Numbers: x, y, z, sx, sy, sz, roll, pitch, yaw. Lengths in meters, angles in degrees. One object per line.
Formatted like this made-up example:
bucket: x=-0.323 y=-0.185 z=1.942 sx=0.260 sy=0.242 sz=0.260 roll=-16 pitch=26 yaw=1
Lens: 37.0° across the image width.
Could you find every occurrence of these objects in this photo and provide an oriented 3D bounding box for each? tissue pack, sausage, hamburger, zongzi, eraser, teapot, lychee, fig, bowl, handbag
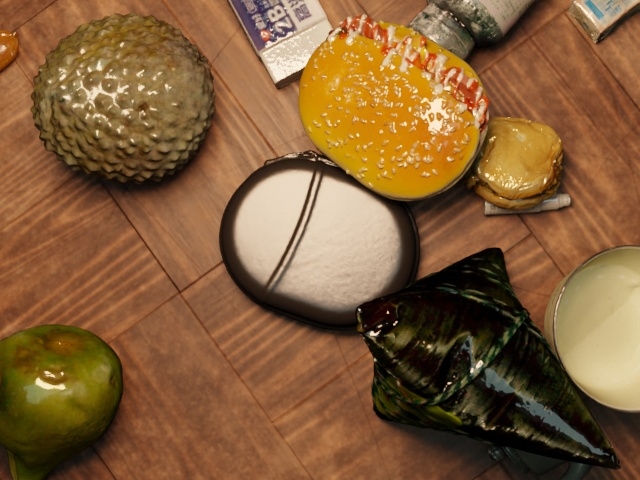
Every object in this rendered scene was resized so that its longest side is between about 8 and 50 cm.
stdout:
tissue pack: x=0.440 y=-0.362 z=1.472 sx=0.094 sy=0.059 sz=0.074 roll=-38 pitch=84 yaw=-1
sausage: x=-0.549 y=-0.272 z=1.514 sx=0.183 sy=0.054 sz=0.062 roll=-37 pitch=53 yaw=2
hamburger: x=0.289 y=-0.115 z=1.437 sx=0.147 sy=0.083 sz=0.138 roll=9 pitch=59 yaw=7
zongzi: x=0.231 y=0.183 z=1.286 sx=0.362 sy=0.383 sz=0.319 roll=33 pitch=93 yaw=11
eraser: x=-0.067 y=-0.358 z=1.490 sx=0.125 sy=0.068 sz=0.210 roll=-28 pitch=86 yaw=-2
teapot: x=0.303 y=0.266 z=1.404 sx=0.149 sy=0.162 sz=0.239 roll=-39 pitch=60 yaw=11
lychee: x=-0.287 y=-0.209 z=1.405 sx=0.255 sy=0.274 sz=0.255 roll=1 pitch=91 yaw=32
fig: x=-0.408 y=0.264 z=1.426 sx=0.206 sy=0.206 sz=0.275 roll=17 pitch=115 yaw=4
bowl: x=0.427 y=0.126 z=1.395 sx=0.238 sy=0.126 sz=0.237 roll=1 pitch=86 yaw=-10
hamburger: x=0.102 y=-0.190 z=1.387 sx=0.295 sy=0.151 sz=0.227 roll=36 pitch=94 yaw=17
handbag: x=0.000 y=0.000 z=1.451 sx=0.308 sy=0.093 sz=0.253 roll=19 pitch=88 yaw=4

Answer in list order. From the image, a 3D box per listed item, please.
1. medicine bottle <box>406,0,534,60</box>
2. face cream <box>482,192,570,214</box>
medicine bottle: x=0.259 y=-0.393 z=1.441 sx=0.141 sy=0.141 sz=0.293 roll=41 pitch=88 yaw=4
face cream: x=0.316 y=-0.059 z=1.470 sx=0.130 sy=0.034 sz=0.034 roll=-3 pitch=86 yaw=3
